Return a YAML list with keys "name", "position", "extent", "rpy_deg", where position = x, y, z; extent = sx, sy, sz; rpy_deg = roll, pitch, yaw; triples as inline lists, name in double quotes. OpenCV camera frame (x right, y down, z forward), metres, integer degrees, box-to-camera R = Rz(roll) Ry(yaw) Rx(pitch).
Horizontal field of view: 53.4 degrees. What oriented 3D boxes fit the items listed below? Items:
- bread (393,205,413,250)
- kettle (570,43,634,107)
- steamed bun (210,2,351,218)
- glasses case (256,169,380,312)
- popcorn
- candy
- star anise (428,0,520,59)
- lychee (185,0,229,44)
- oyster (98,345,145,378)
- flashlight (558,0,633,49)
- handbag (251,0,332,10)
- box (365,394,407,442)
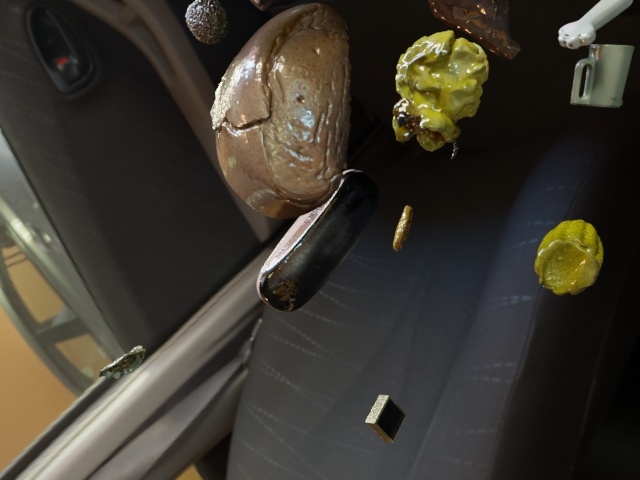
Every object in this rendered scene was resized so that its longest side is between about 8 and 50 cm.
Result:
- name: "bread"
  position: [0.188, -0.026, 1.454]
  extent: [0.025, 0.110, 0.110]
  rpy_deg: [19, 147, 13]
- name: "kettle"
  position: [0.685, -0.397, 1.540]
  extent: [0.098, 0.127, 0.147]
  rpy_deg: [21, 113, 42]
- name: "steamed bun"
  position: [-0.069, -0.194, 0.982]
  extent: [0.251, 0.199, 0.301]
  rpy_deg: [145, 125, -78]
- name: "glasses case"
  position: [0.000, 0.000, 1.216]
  extent: [0.122, 0.314, 0.075]
  rpy_deg: [44, 170, -37]
- name: "popcorn"
  position: [0.218, -0.265, 1.140]
  extent: [0.169, 0.195, 0.173]
  rpy_deg: [-2, 167, 27]
- name: "candy"
  position: [0.424, 0.013, 1.078]
  extent: [0.094, 0.199, 0.106]
  rpy_deg: [46, 121, 3]
- name: "star anise"
  position: [0.143, -0.360, 0.765]
  extent: [0.350, 0.109, 0.292]
  rpy_deg: [20, -134, -62]
- name: "lychee"
  position: [-0.173, -0.340, 0.985]
  extent: [0.068, 0.067, 0.083]
  rpy_deg: [-41, 57, 28]
- name: "oyster"
  position: [-0.464, 0.283, 1.475]
  extent: [0.037, 0.100, 0.098]
  rpy_deg: [60, 138, 27]
- name: "flashlight"
  position: [0.647, -0.518, 1.490]
  extent: [0.047, 0.200, 0.093]
  rpy_deg: [53, 175, -37]
- name: "handbag"
  position: [-0.020, -0.680, 1.463]
  extent: [0.177, 0.302, 0.275]
  rpy_deg: [57, 149, 27]
- name: "box"
  position: [0.155, 0.419, 1.491]
  extent: [0.035, 0.079, 0.083]
  rpy_deg: [-13, 125, 50]
